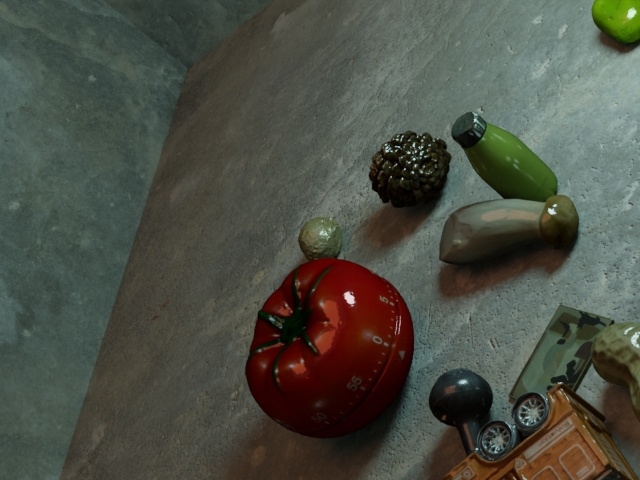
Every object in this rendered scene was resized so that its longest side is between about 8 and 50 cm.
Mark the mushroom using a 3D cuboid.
[{"bbox_3d":[0.368,-0.022,2.051,0.350,0.128,0.128,-9,51,46],"label":"mushroom"}]

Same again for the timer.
[{"bbox_3d":[0.022,0.231,2.109,0.378,0.279,0.378,-35,36,30],"label":"timer"}]

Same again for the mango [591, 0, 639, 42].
[{"bbox_3d":[0.665,-0.497,2.182,0.117,0.089,0.163,-40,42,6],"label":"mango"}]

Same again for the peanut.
[{"bbox_3d":[0.525,0.216,1.562,0.136,0.120,0.298,-45,27,4],"label":"peanut"}]

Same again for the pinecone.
[{"bbox_3d":[0.211,-0.163,2.379,0.204,0.184,0.179,143,131,-74],"label":"pinecone"}]

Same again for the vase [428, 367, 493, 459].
[{"bbox_3d":[0.269,0.330,1.829,0.120,0.120,0.183,-35,50,29],"label":"vase"}]

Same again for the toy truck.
[{"bbox_3d":[0.308,0.427,1.592,0.387,0.173,0.207,-43,39,13],"label":"toy truck"}]

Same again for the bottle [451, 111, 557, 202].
[{"bbox_3d":[0.372,-0.164,2.048,0.112,0.260,0.112,-36,34,28],"label":"bottle"}]

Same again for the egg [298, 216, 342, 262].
[{"bbox_3d":[0.000,0.000,2.571,0.116,0.118,0.140,8,43,10],"label":"egg"}]

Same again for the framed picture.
[{"bbox_3d":[0.433,0.214,1.806,0.201,0.010,0.136,-57,30,-9],"label":"framed picture"}]
